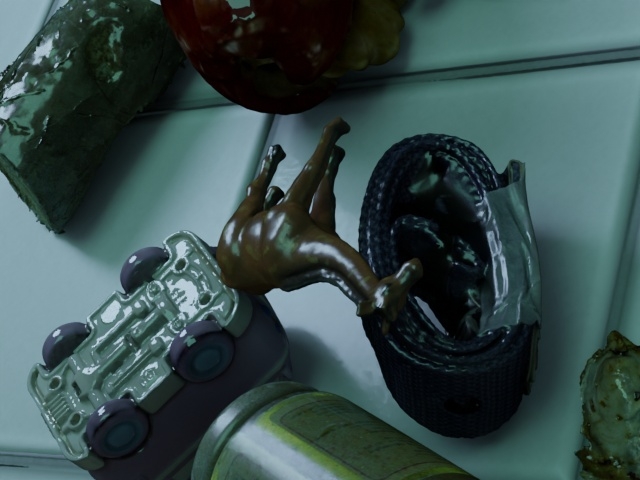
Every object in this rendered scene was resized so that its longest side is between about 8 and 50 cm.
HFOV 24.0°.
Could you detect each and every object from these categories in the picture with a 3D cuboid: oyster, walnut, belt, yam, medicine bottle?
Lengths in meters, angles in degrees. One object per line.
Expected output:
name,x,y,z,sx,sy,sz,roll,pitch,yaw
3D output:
oyster,0.226,0.122,1.082,0.086,0.029,0.132,4,59,31
walnut,-0.033,-0.239,1.426,0.222,0.243,0.269,124,146,-50
belt,0.100,0.037,1.170,0.139,0.126,0.231,-6,52,-1
yam,-0.255,-0.145,1.549,0.154,0.154,0.254,22,76,44
medicine bottle,0.046,0.214,1.038,0.151,0.151,0.322,-54,37,-8

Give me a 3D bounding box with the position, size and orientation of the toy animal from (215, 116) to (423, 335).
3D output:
toy animal,0.000,0.000,1.126,0.224,0.066,0.230,-27,35,35

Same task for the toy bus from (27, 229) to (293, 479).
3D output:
toy bus,-0.127,0.107,1.270,0.202,0.142,0.142,-43,44,4
